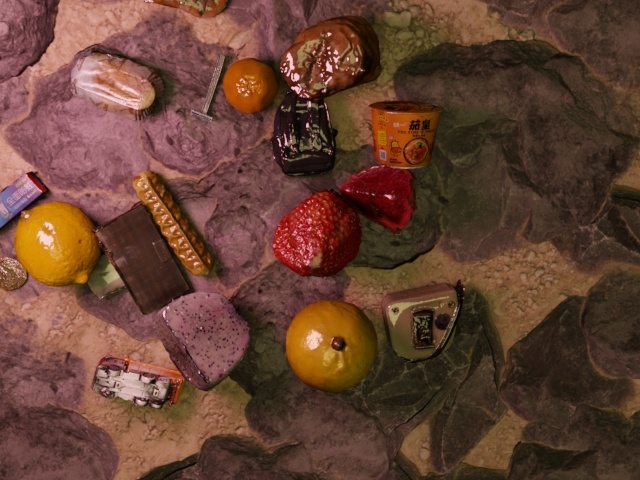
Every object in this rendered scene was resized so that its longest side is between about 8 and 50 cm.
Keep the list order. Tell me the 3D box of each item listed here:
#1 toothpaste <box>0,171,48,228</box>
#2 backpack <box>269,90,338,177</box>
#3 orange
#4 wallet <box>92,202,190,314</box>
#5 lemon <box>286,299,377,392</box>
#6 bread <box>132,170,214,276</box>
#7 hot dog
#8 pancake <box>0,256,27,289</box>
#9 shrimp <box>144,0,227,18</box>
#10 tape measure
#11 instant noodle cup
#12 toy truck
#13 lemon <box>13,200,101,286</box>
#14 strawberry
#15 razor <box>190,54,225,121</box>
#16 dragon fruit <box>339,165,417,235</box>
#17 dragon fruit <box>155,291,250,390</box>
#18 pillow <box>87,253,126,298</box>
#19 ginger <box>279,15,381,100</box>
[{"bbox_3d":[-0.952,-0.074,1.833,0.320,0.066,0.076,-39,103,3],"label":"toothpaste"},{"bbox_3d":[-0.049,-0.316,1.834,0.206,0.133,0.258,-7,96,-7],"label":"backpack"},{"bbox_3d":[-0.201,-0.443,1.781,0.159,0.136,0.159,-1,104,-2],"label":"orange"},{"bbox_3d":[-0.527,0.060,1.851,0.169,0.044,0.317,-34,119,-21],"label":"wallet"},{"bbox_3d":[0.033,0.316,1.884,0.297,0.297,0.297,-1,102,-5],"label":"lemon"},{"bbox_3d":[-0.441,-0.047,1.876,0.077,0.084,0.367,-18,109,40],"label":"bread"},{"bbox_3d":[-0.583,-0.444,1.778,0.270,0.082,0.162,21,91,-1],"label":"hot dog"},{"bbox_3d":[-0.949,0.100,1.894,0.108,0.017,0.108,-1,99,-6],"label":"pancake"},{"bbox_3d":[-0.402,-0.732,1.747,0.296,0.058,0.169,12,94,-11],"label":"shrimp"},{"bbox_3d":[0.346,0.268,1.988,0.271,0.133,0.231,-13,103,-5],"label":"tape measure"},{"bbox_3d":[0.245,-0.311,1.821,0.216,0.216,0.172,-1,111,-5],"label":"instant noodle cup"},{"bbox_3d":[-0.567,0.441,1.948,0.270,0.135,0.114,16,98,-12],"label":"toy truck"},{"bbox_3d":[-0.749,0.017,1.784,0.228,0.228,0.253,-24,96,0],"label":"lemon"},{"bbox_3d":[0.000,0.000,1.819,0.238,0.288,0.250,31,118,-20],"label":"strawberry"},{"bbox_3d":[-0.317,-0.448,1.820,0.068,0.037,0.191,20,98,-4],"label":"razor"},{"bbox_3d":[0.212,-0.120,1.887,0.134,0.262,0.211,-50,134,-28],"label":"dragon fruit"},{"bbox_3d":[-0.353,0.294,1.906,0.221,0.204,0.283,-35,87,-25],"label":"dragon fruit"},{"bbox_3d":[-0.606,0.086,1.904,0.229,0.051,0.128,-22,106,-2],"label":"pillow"},{"bbox_3d":[0.035,-0.517,1.752,0.269,0.223,0.200,-16,102,19],"label":"ginger"}]
